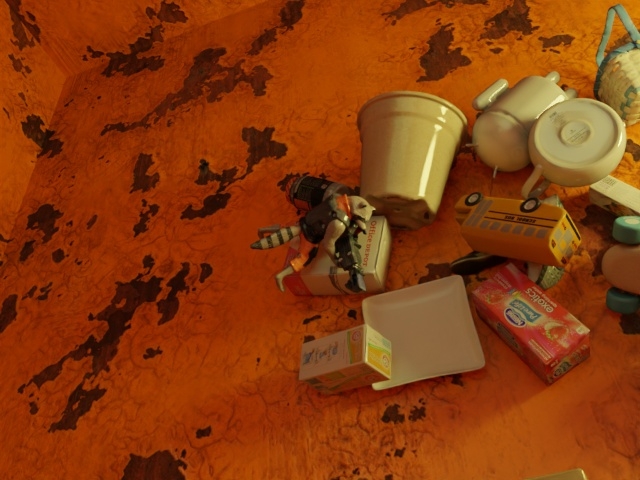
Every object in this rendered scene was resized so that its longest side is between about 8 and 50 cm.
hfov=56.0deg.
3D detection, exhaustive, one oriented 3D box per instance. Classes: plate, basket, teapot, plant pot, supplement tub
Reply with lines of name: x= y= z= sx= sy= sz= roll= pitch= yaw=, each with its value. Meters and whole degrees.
plate: x=0.253 y=0.237 z=1.529 sx=0.278 sy=0.045 sz=0.277 roll=-16 pitch=48 yaw=13
basket: x=0.881 y=-0.493 z=1.723 sx=0.201 sy=0.255 sz=0.288 roll=-24 pitch=65 yaw=6
teapot: x=0.674 y=-0.235 z=1.602 sx=0.256 sy=0.187 sz=0.252 roll=2 pitch=69 yaw=22
plant pot: x=0.245 y=-0.207 z=1.751 sx=0.334 sy=0.334 sz=0.305 roll=0 pitch=64 yaw=25
supplement tub: x=-0.012 y=-0.142 z=1.919 sx=0.191 sy=0.117 sz=0.117 roll=18 pitch=61 yaw=34

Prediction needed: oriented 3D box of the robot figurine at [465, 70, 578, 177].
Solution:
robot figurine: x=0.584 y=-0.336 z=1.753 sx=0.353 sy=0.199 sz=0.300 roll=-41 pitch=78 yaw=-12

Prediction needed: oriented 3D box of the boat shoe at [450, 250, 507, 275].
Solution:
boat shoe: x=0.420 y=0.051 z=1.608 sx=0.152 sy=0.056 sz=0.049 roll=-14 pitch=37 yaw=9

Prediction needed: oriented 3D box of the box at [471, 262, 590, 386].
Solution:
box: x=0.487 y=0.192 z=1.405 sx=0.128 sy=0.122 sz=0.257 roll=-35 pitch=47 yaw=-5

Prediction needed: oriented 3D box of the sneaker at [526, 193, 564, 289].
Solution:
sneaker: x=0.559 y=0.010 z=1.557 sx=0.129 sy=0.111 sz=0.297 roll=-9 pitch=41 yaw=34

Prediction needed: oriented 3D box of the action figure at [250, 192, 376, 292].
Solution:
action figure: x=0.000 y=0.000 z=1.597 sx=0.330 sy=0.178 sz=0.341 roll=-32 pitch=44 yaw=11

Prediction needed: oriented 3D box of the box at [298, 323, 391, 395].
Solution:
box: x=0.061 y=0.296 z=1.479 sx=0.203 sy=0.114 sz=0.103 roll=-24 pitch=44 yaw=33

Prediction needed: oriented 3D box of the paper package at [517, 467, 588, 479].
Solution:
paper package: x=0.381 y=0.616 z=1.068 sx=0.310 sy=0.168 sz=0.324 roll=-16 pitch=47 yaw=10

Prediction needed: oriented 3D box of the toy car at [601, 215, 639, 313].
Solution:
toy car: x=0.776 y=0.028 z=1.397 sx=0.210 sy=0.219 sz=0.238 roll=6 pitch=27 yaw=28

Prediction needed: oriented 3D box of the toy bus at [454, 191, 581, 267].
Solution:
toy bus: x=0.472 y=-0.031 z=1.505 sx=0.130 sy=0.108 sz=0.333 roll=-53 pitch=32 yaw=-16

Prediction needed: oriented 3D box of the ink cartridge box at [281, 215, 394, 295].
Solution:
ink cartridge box: x=0.054 y=0.046 z=1.729 sx=0.283 sy=0.117 sz=0.207 roll=-3 pitch=51 yaw=23

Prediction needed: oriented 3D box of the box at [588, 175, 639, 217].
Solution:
box: x=0.826 y=-0.063 z=1.506 sx=0.067 sy=0.063 sz=0.324 roll=-40 pitch=47 yaw=-9
